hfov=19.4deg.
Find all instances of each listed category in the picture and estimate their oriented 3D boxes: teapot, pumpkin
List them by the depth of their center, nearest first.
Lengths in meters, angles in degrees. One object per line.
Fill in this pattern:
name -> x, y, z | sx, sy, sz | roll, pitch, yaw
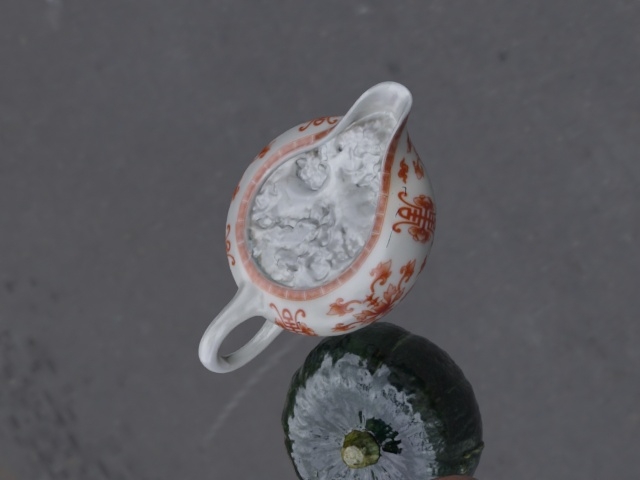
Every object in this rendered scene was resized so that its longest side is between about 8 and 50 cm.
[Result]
teapot -> 0.000, 0.000, 1.350 | 0.159, 0.116, 0.245 | 35, 91, 20
pumpkin -> 0.059, 0.187, 1.857 | 0.211, 0.152, 0.211 | 17, 117, 36

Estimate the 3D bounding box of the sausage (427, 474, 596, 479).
sausage -> 0.165, 0.171, 1.041 | 0.326, 0.087, 0.079 | -5, 107, 40
